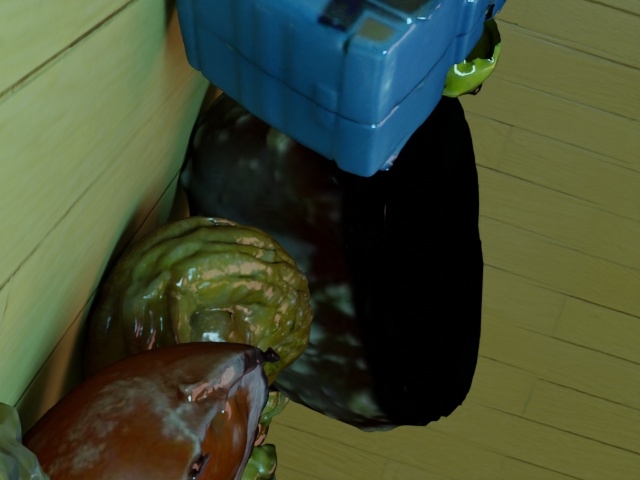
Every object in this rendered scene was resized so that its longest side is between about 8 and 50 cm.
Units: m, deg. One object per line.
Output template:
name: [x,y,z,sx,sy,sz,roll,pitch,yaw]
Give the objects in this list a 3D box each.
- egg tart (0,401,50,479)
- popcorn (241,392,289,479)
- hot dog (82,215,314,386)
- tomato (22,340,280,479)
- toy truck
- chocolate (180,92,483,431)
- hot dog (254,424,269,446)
egg tart: [-0.115,0.212,0.345,0.352,0.150,0.351,21,90,-88]
popcorn: [-0.105,0.148,1.317,0.168,0.174,0.195,-154,-109,-67]
hot dog: [-0.088,0.086,0.941,0.196,0.122,0.272,-59,177,-23]
tomato: [-0.111,0.145,0.699,0.199,0.112,0.228,-27,136,-80]
toy truck: [0.080,-0.227,0.780,0.385,0.162,0.161,-55,168,-21]
chocolate: [0.000,0.000,1.134,0.225,0.210,0.340,-59,147,-43]
hot dog: [-0.114,0.144,1.756,0.135,0.100,0.337,-32,-143,40]
